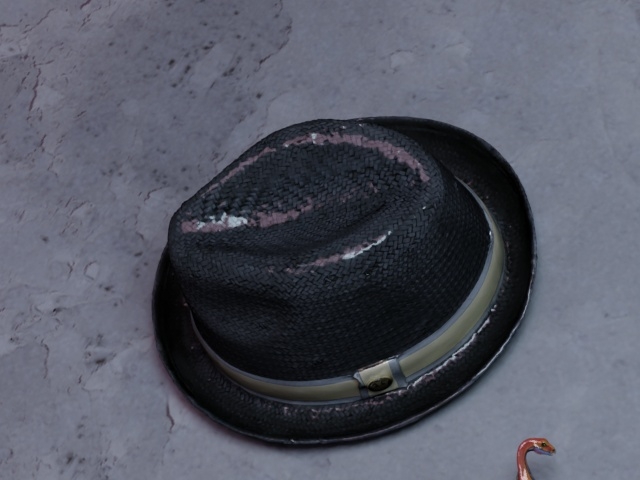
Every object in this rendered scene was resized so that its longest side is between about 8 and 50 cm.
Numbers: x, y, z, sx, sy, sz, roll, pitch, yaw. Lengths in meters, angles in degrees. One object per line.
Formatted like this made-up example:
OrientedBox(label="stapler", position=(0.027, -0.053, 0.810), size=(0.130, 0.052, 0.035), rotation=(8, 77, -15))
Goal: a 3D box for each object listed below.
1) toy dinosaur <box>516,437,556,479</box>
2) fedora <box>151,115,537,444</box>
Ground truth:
OrientedBox(label="toy dinosaur", position=(0.159, 0.190, 1.244), size=(0.047, 0.090, 0.082), rotation=(-12, 103, 25))
OrientedBox(label="fedora", position=(0.000, 0.000, 1.357), size=(0.334, 0.152, 0.334), rotation=(-9, 59, 15))
